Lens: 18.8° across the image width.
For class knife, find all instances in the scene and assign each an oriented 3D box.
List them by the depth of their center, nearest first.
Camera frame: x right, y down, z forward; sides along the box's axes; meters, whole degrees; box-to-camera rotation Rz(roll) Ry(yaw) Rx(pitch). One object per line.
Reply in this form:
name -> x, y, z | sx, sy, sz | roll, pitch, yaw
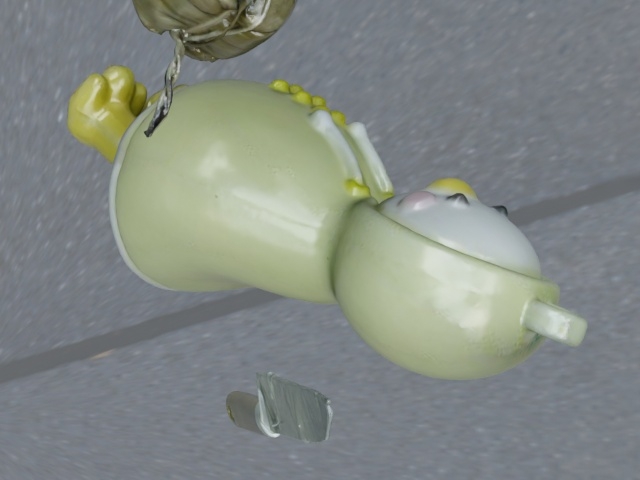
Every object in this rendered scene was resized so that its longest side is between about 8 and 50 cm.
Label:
knife -> -0.030, 0.101, 1.183 | 0.017, 0.298, 0.047 | -14, 91, -12

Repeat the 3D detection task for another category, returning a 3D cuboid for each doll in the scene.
doll -> 0.005, -0.012, 0.923 | 0.296, 0.141, 0.117 | 16, 86, 35

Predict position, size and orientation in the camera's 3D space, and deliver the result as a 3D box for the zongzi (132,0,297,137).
zongzi -> -0.007, -0.126, 0.758 | 0.178, 0.081, 0.189 | 11, 64, -49
